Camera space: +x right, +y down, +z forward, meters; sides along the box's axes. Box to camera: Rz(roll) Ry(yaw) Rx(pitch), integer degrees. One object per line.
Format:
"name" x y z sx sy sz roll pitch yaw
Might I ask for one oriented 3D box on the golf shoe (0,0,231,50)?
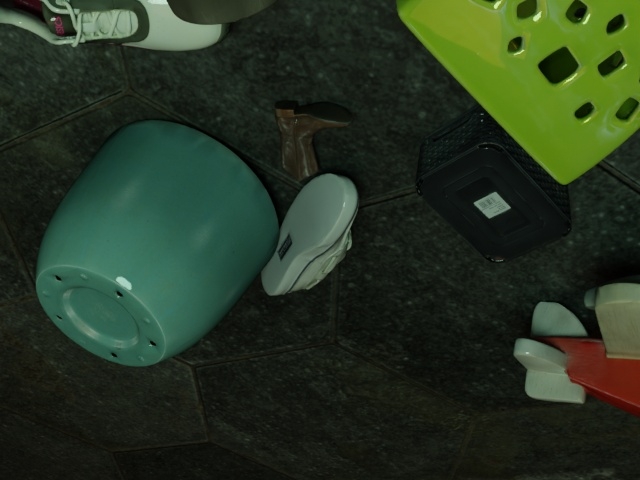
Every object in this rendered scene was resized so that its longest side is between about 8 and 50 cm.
"golf shoe" -0.236 -0.247 0.744 0.273 0.120 0.105 11 136 2

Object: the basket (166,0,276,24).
"basket" -0.111 -0.327 0.606 0.204 0.154 0.227 1 140 16

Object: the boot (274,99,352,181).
"boot" -0.007 -0.123 0.874 0.106 0.037 0.114 14 136 19

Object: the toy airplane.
"toy airplane" 0.469 0.156 0.921 0.384 0.272 0.386 31 173 -3

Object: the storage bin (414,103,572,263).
"storage bin" 0.216 -0.067 0.840 0.180 0.084 0.122 39 132 -26

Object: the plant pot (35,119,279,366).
"plant pot" -0.236 0.024 0.914 0.293 0.235 0.293 14 135 14

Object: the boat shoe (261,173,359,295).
"boat shoe" 0.000 0.000 0.967 0.088 0.096 0.267 0 144 -29

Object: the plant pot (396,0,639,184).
"plant pot" 0.215 -0.226 0.574 0.227 0.228 0.207 39 127 -24
